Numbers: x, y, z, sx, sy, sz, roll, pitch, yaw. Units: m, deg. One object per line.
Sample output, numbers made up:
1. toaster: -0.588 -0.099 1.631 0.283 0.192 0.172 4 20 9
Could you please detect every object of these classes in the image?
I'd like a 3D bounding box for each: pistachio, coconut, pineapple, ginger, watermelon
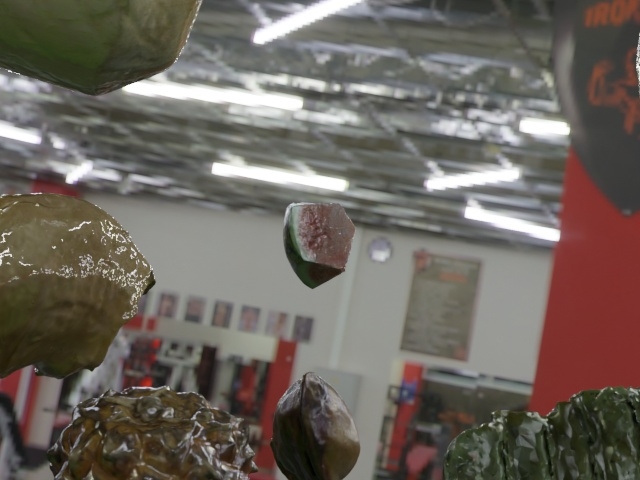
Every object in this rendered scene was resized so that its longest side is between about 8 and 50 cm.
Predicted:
1. pistachio: -0.011 0.276 1.826 0.130 0.165 0.210 -9 -50 -1
2. coconut: -0.344 -0.399 1.667 0.415 0.415 0.345 12 -32 -14
3. pineapple: -0.121 0.207 0.899 0.166 0.193 0.166 5 14 -1
4. ginger: -0.237 0.040 0.887 0.267 0.152 0.138 1 21 -26
5. watermelon: -0.003 0.005 1.267 0.072 0.085 0.092 8 -14 6

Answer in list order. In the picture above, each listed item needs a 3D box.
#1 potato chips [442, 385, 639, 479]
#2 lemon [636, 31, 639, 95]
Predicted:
1. potato chips: 0.259 0.302 0.945 0.358 0.429 0.070 2 -31 -19
2. lemon: 0.383 -0.149 0.932 0.285 0.285 0.316 9 -25 13
